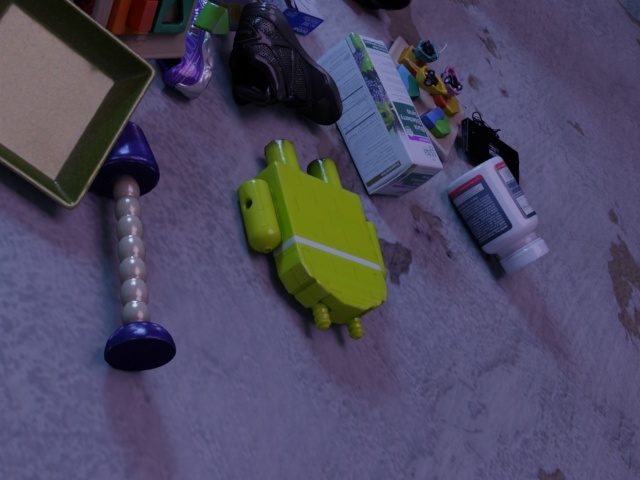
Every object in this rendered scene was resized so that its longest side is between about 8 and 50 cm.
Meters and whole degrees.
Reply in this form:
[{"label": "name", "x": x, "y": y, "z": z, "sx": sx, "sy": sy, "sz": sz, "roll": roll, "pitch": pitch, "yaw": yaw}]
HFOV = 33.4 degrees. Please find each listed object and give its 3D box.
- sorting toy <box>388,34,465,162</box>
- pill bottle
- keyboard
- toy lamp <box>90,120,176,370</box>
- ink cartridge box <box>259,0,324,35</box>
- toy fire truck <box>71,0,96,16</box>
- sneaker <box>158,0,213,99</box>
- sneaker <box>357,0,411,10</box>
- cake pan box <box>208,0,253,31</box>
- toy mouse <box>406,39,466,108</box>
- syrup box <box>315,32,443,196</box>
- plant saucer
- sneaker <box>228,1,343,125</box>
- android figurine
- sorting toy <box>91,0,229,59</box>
[{"label": "sorting toy", "x": 0.182, "y": -0.256, "z": 1.878, "sx": 0.193, "sy": 0.038, "sz": 0.208, "roll": 46, "pitch": 33, "yaw": -15}, {"label": "pill bottle", "x": 0.298, "y": -0.038, "z": 1.772, "sx": 0.180, "sy": 0.108, "sz": 0.108, "roll": 60, "pitch": 32, "yaw": 5}, {"label": "keyboard", "x": 0.309, "y": -0.169, "z": 1.984, "sx": 0.192, "sy": 0.038, "sz": 0.100, "roll": 26, "pitch": 62, "yaw": -46}, {"label": "toy lamp", "x": -0.198, "y": -0.005, "z": 1.103, "sx": 0.080, "sy": 0.080, "sz": 0.275, "roll": 22, "pitch": 44, "yaw": -42}, {"label": "ink cartridge box", "x": -0.073, "y": -0.427, "z": 1.680, "sx": 0.097, "sy": 0.046, "sz": 0.207, "roll": 5, "pitch": 58, "yaw": -53}, {"label": "toy fire truck", "x": -0.260, "y": -0.231, "z": 1.251, "sx": 0.135, "sy": 0.047, "sz": 0.192, "roll": 48, "pitch": 32, "yaw": -14}, {"label": "sneaker", "x": -0.179, "y": -0.263, "z": 1.373, "sx": 0.071, "sy": 0.068, "sz": 0.170, "roll": 20, "pitch": 47, "yaw": -36}, {"label": "sneaker", "x": 0.134, "y": -0.534, "z": 1.998, "sx": 0.447, "sy": 0.169, "sz": 0.257, "roll": 0, "pitch": 77, "yaw": -54}, {"label": "cake pan box", "x": -0.125, "y": -0.466, "z": 1.481, "sx": 0.070, "sy": 0.246, "sz": 0.267, "roll": 1, "pitch": 50, "yaw": -6}, {"label": "toy mouse", "x": 0.203, "y": -0.301, "z": 1.882, "sx": 0.161, "sy": 0.031, "sz": 0.143, "roll": 39, "pitch": 40, "yaw": -24}, {"label": "syrup box", "x": 0.086, "y": -0.190, "z": 1.635, "sx": 0.093, "sy": 0.096, "sz": 0.237, "roll": 1, "pitch": 60, "yaw": -53}, {"label": "plant saucer", "x": -0.290, "y": -0.154, "z": 1.089, "sx": 0.188, "sy": 0.045, "sz": 0.188, "roll": 38, "pitch": 64, "yaw": -27}, {"label": "sneaker", "x": -0.054, "y": -0.210, "z": 1.485, "sx": 0.227, "sy": 0.087, "sz": 0.130, "roll": 49, "pitch": 53, "yaw": -46}, {"label": "android figurine", "x": 0.000, "y": 0.000, "z": 1.385, "sx": 0.248, "sy": 0.056, "sz": 0.273, "roll": 18, "pitch": 47, "yaw": -45}, {"label": "sorting toy", "x": -0.178, "y": -0.297, "z": 1.214, "sx": 0.047, "sy": 0.196, "sz": 0.347, "roll": 27, "pitch": 22, "yaw": 23}]
